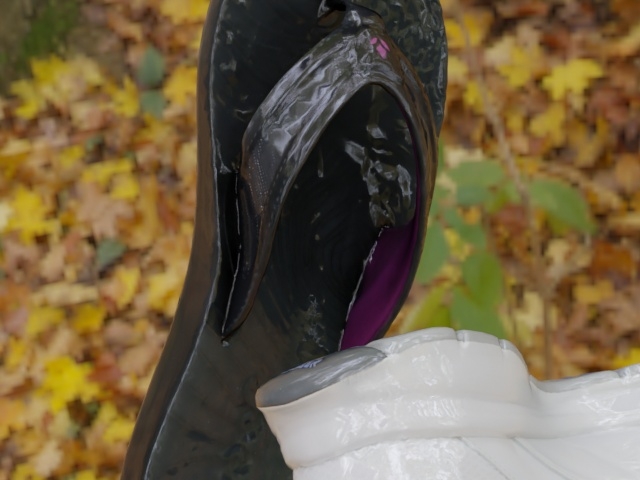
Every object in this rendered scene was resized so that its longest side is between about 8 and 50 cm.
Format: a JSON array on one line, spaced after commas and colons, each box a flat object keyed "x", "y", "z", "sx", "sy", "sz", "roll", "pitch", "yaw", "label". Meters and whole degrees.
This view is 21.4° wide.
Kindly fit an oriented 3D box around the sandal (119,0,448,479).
[{"x": 0.002, "y": 0.002, "z": 0.997, "sx": 0.168, "sy": 0.445, "sz": 0.107, "roll": 13, "pitch": -4, "yaw": -33, "label": "sandal"}]

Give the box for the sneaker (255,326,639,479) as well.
[{"x": 0.096, "y": 0.115, "z": 0.696, "sx": 0.297, "sy": 0.129, "sz": 0.111, "roll": 7, "pitch": -23, "yaw": -41, "label": "sneaker"}]
